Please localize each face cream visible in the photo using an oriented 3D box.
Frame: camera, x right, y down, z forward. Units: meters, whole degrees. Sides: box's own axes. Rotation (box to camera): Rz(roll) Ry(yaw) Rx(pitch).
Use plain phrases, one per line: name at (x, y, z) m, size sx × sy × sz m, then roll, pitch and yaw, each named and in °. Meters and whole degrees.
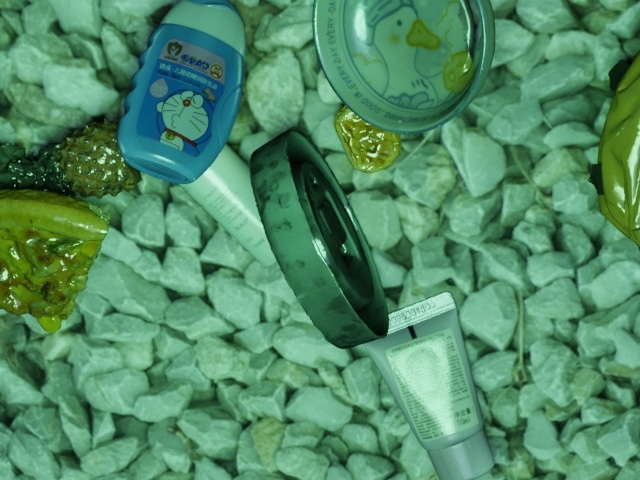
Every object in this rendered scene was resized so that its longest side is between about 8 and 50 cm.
face cream at (0.173, 0.228, 1.811) m, size 0.154 × 0.096 × 0.274 m, roll -21°, pitch 93°, yaw 7°
face cream at (-0.176, -0.211, 1.612) m, size 0.149 × 0.083 × 0.264 m, roll 21°, pitch 73°, yaw -18°
face cream at (-0.156, -0.097, 1.693) m, size 0.092 × 0.092 × 0.311 m, roll -43°, pitch 104°, yaw 10°

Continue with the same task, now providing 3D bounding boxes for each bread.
bread at (0.069, -0.150, 1.711) m, size 0.083 × 0.044 × 0.111 m, roll -26°, pitch 107°, yaw 2°

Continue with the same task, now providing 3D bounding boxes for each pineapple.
pineapple at (-0.375, -0.100, 1.683) m, size 0.237 × 0.111 × 0.119 m, roll -13°, pitch 79°, yaw 8°

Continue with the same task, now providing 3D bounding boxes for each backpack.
backpack at (0.568, -0.116, 1.655) m, size 0.378 × 0.201 × 0.354 m, roll 13°, pitch 104°, yaw -3°

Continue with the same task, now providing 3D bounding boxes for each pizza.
pizza at (-0.443, 0.001, 1.661) m, size 0.268 × 0.087 × 0.258 m, roll 24°, pitch 134°, yaw -8°

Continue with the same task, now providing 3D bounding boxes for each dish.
dish at (0.135, -0.291, 1.622) m, size 0.273 × 0.134 × 0.273 m, roll 16°, pitch 117°, yaw 34°

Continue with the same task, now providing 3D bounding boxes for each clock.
clock at (0.002, 0.000, 1.616) m, size 0.061 × 0.312 × 0.313 m, roll -24°, pitch 106°, yaw 13°
